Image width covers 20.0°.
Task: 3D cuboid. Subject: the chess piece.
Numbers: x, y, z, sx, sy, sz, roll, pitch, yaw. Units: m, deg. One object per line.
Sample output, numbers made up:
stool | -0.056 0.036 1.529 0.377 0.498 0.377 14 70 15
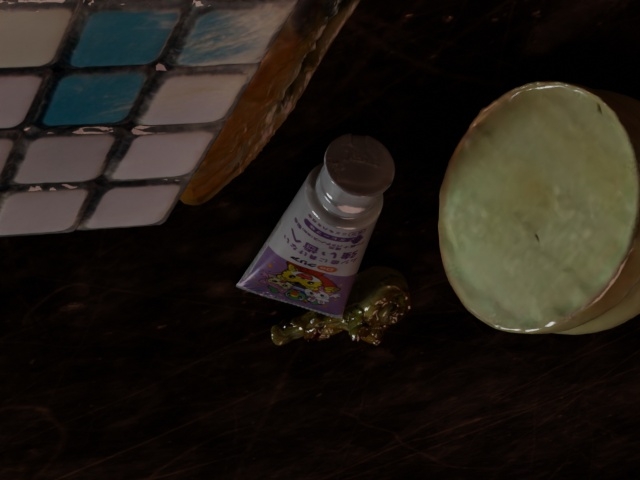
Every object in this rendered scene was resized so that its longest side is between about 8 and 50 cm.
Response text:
chess piece | 0.337 -0.019 1.760 0.442 0.234 0.234 4 148 -46

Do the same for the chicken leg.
chicken leg | 0.018 0.081 1.910 0.178 0.093 0.070 -18 125 35

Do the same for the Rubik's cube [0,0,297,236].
Rubik's cube | -0.194 -0.165 1.047 0.259 0.253 0.256 -4 153 -24

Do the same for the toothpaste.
toothpaste | 0.000 0.000 1.733 0.114 0.073 0.299 15 150 -7

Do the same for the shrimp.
shrimp | 0.021 -0.212 1.204 0.445 0.085 0.272 -61 171 29
